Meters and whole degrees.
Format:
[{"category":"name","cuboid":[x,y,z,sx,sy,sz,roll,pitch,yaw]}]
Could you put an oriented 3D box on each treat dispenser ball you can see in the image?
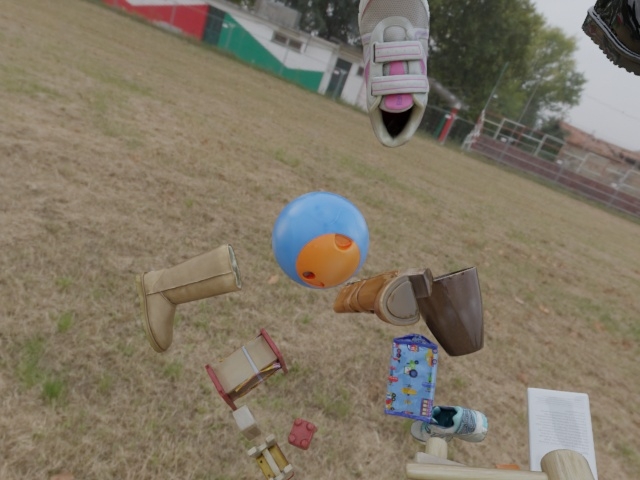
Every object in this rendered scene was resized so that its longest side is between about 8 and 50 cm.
[{"category":"treat dispenser ball","cuboid":[0.000,0.000,1.258,0.288,0.288,0.288,19,20,-7]}]

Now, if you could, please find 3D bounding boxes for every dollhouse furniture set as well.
[{"category":"dollhouse furniture set","cuboid":[-0.143,0.459,1.179,0.201,0.152,0.374,-30,58,-17]}]

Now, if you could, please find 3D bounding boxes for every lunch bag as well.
[{"category":"lunch bag","cuboid":[0.299,0.422,1.369,0.138,0.221,0.293,6,-6,15]}]

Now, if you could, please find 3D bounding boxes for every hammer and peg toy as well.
[{"category":"hammer and peg toy","cuboid":[0.253,0.410,0.654,0.265,0.362,0.127,11,31,13]}]

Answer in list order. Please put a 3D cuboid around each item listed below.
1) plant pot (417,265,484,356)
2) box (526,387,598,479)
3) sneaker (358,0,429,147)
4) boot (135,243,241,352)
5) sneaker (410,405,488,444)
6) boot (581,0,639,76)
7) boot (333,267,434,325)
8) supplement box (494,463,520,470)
[{"category":"plant pot","cuboid":[0.397,0.218,1.272,0.215,0.215,0.231,-8,79,-53]},{"category":"box","cuboid":[0.713,0.655,1.267,0.168,0.215,0.345,-1,52,25]},{"category":"sneaker","cuboid":[0.113,-0.242,0.610,0.102,0.252,0.111,-7,45,9]},{"category":"boot","cuboid":[-0.343,0.155,1.140,0.269,0.236,0.089,-16,-1,1]},{"category":"sneaker","cuboid":[0.364,0.551,1.302,0.122,0.283,0.110,32,49,-16]},{"category":"boot","cuboid":[0.532,-0.405,0.628,0.131,0.260,0.348,-2,45,-3]},{"category":"boot","cuboid":[0.117,0.128,0.966,0.220,0.109,0.283,-14,9,30]},{"category":"supplement box","cuboid":[0.512,0.757,1.229,0.078,0.234,0.080,7,24,-15]}]
